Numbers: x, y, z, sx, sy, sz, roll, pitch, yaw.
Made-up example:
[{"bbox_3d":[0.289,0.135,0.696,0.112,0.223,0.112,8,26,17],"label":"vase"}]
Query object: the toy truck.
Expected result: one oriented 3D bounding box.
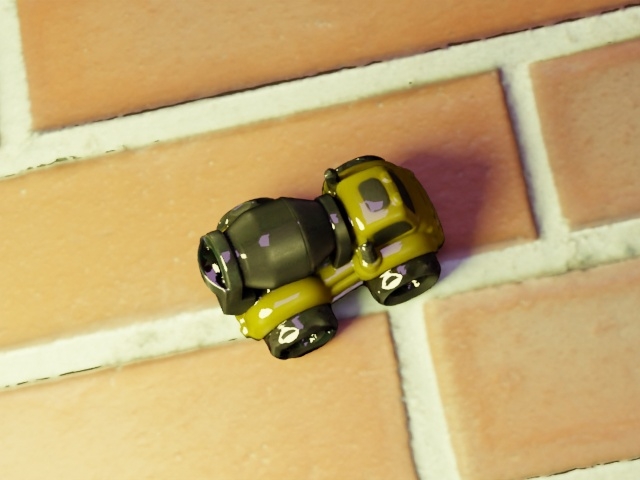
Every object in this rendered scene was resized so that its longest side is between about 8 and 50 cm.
[{"bbox_3d":[0.000,0.000,1.439,0.224,0.165,0.147,-24,70,-1],"label":"toy truck"}]
